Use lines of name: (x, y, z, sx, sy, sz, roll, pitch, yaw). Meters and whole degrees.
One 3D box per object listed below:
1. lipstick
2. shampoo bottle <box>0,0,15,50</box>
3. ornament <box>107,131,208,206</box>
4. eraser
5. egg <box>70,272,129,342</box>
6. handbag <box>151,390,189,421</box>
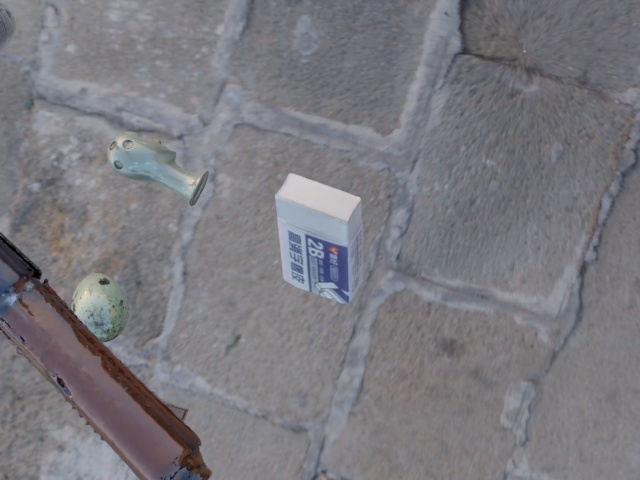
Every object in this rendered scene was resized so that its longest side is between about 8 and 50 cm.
lipstick: (-0.265, 0.093, 0.947, 0.418, 0.077, 0.077, 45, 106, 5)
shampoo bottle: (-0.504, -0.288, 1.380, 0.092, 0.303, 0.092, -3, 112, -7)
ornament: (-0.256, -0.117, 1.507, 0.156, 0.075, 0.081, 26, 73, 0)
eraser: (0.000, 0.000, 1.477, 0.124, 0.068, 0.210, 22, 147, 18)
egg: (-0.328, 0.099, 1.436, 0.085, 0.085, 0.110, -30, 52, 16)
handbag: (-0.305, 0.285, 1.663, 0.127, 0.190, 0.063, 21, 80, 6)
